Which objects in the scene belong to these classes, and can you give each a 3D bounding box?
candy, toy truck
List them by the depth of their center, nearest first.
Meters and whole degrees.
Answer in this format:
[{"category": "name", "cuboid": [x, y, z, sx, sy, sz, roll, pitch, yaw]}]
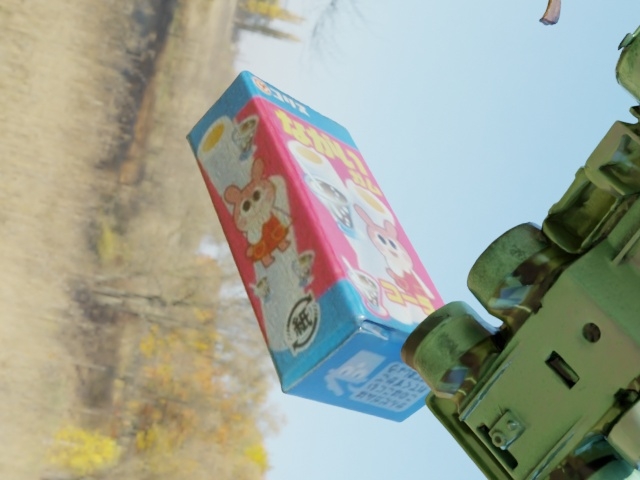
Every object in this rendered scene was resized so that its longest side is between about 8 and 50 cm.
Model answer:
[{"category": "toy truck", "cuboid": [0.159, 0.014, 0.454, 0.128, 0.135, 0.260, 49, -47, 27]}, {"category": "candy", "cuboid": [-0.001, 0.001, 0.871, 0.100, 0.157, 0.306, -43, -130, 23]}]

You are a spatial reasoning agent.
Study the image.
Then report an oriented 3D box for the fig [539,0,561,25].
[{"category": "fig", "cuboid": [0.178, -0.287, 0.909, 0.201, 0.133, 0.146, 48, -45, 23]}]
